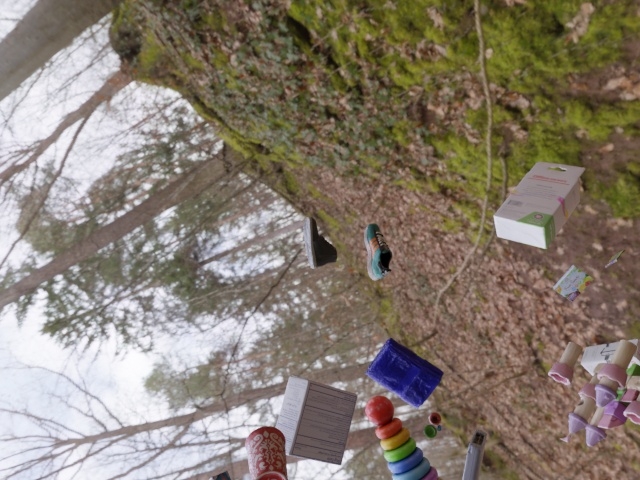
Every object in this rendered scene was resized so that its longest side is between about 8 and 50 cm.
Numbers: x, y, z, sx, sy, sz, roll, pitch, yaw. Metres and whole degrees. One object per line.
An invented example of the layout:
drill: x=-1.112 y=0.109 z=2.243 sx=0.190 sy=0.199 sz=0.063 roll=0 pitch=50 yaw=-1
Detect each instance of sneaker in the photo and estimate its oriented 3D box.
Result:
sneaker: x=0.000 y=0.000 z=2.163 sx=0.083 sy=0.118 sz=0.222 roll=-151 pitch=51 yaw=-64
sneaker: x=0.297 y=0.042 z=2.520 sx=0.108 sy=0.121 sz=0.302 roll=20 pitch=-124 yaw=-40

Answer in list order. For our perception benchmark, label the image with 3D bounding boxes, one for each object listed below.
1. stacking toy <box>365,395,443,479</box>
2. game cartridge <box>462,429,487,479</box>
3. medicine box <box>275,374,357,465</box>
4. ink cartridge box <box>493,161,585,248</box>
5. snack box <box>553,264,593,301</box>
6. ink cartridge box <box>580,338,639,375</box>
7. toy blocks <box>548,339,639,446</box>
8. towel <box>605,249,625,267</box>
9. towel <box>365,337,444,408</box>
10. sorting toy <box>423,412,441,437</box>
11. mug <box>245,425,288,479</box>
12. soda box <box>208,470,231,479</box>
stacking toy: x=0.242 y=0.631 z=1.572 sx=0.330 sy=0.141 sz=0.141 roll=62 pitch=-158 yaw=9
game cartridge: x=0.574 y=0.836 z=1.918 sx=0.294 sy=0.060 sz=0.196 roll=19 pitch=-94 yaw=-67
medicine box: x=-0.022 y=0.722 z=2.058 sx=0.263 sy=0.149 sz=0.289 roll=26 pitch=-109 yaw=-31
ink cartridge box: x=0.852 y=-0.145 z=1.974 sx=0.353 sy=0.207 sz=0.119 roll=-46 pitch=-50 yaw=-22
snack box: x=1.143 y=0.192 z=2.319 sx=0.100 sy=0.141 sz=0.037 roll=35 pitch=-159 yaw=6
ink cartridge box: x=1.043 y=0.431 z=1.771 sx=0.148 sy=0.203 sz=0.086 roll=44 pitch=-124 yaw=-9
toy blocks: x=0.815 y=0.464 z=1.405 sx=0.309 sy=0.260 sz=0.288 roll=36 pitch=164 yaw=0
towel: x=1.088 y=0.067 z=1.893 sx=0.009 sy=0.060 sz=0.083 roll=42 pitch=163 yaw=15
towel: x=0.394 y=0.630 z=2.414 sx=0.308 sy=0.228 sz=0.076 roll=33 pitch=-171 yaw=5
sorting toy: x=0.448 y=0.728 z=2.022 sx=0.102 sy=0.061 sz=0.042 roll=-68 pitch=-16 yaw=1
mug: x=-0.133 y=0.608 z=1.366 sx=0.169 sy=0.113 sz=0.150 roll=-125 pitch=13 yaw=-72
soda box: x=-0.267 y=0.768 z=1.472 sx=0.058 sy=0.063 sz=0.183 roll=0 pitch=-131 yaw=-49
